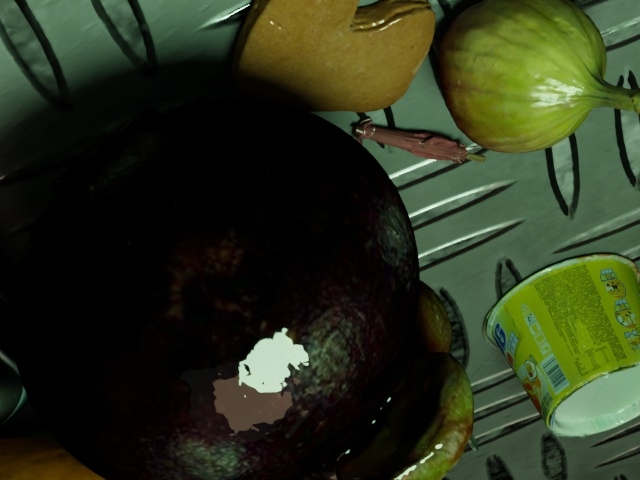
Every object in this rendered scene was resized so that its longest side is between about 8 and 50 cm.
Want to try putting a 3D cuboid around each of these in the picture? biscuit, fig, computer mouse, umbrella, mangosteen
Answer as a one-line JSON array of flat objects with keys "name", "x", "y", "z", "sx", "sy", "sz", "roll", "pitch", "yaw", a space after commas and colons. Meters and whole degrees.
[{"name": "biscuit", "x": 0.022, "y": -0.182, "z": 1.462, "sx": 0.192, "sy": 0.036, "sz": 0.186, "roll": 0, "pitch": 140, "yaw": -31}, {"name": "fig", "x": 0.212, "y": -0.160, "z": 1.479, "sx": 0.160, "sy": 0.143, "sz": 0.231, "roll": 13, "pitch": 162, "yaw": -35}, {"name": "computer mouse", "x": -0.314, "y": 0.091, "z": 1.564, "sx": 0.096, "sy": 0.137, "sz": 0.233, "roll": -9, "pitch": 144, "yaw": -10}, {"name": "umbrella", "x": 0.098, "y": -0.096, "z": 1.640, "sx": 0.165, "sy": 0.025, "sz": 0.027, "roll": 10, "pitch": 154, "yaw": -36}, {"name": "mangosteen", "x": -0.061, "y": 0.086, "z": 1.450, "sx": 0.382, "sy": 0.435, "sz": 0.382, "roll": -37, "pitch": -171, "yaw": 7}]

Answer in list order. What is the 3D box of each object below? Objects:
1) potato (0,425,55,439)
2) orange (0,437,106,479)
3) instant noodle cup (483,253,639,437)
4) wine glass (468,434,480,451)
[{"name": "potato", "x": -0.309, "y": 0.286, "z": 1.846, "sx": 0.248, "sy": 0.143, "sz": 0.169, "roll": -18, "pitch": 154, "yaw": -7}, {"name": "orange", "x": -0.258, "y": 0.364, "z": 1.586, "sx": 0.424, "sy": 0.326, "sz": 0.424, "roll": 8, "pitch": 164, "yaw": 2}, {"name": "instant noodle cup", "x": 0.315, "y": 0.131, "z": 1.978, "sx": 0.205, "sy": 0.153, "sz": 0.205, "roll": -15, "pitch": 145, "yaw": -11}, {"name": "wine glass", "x": 0.123, "y": 0.279, "z": 2.158, "sx": 0.155, "sy": 0.073, "sz": 0.073, "roll": -31, "pitch": 146, "yaw": 9}]
